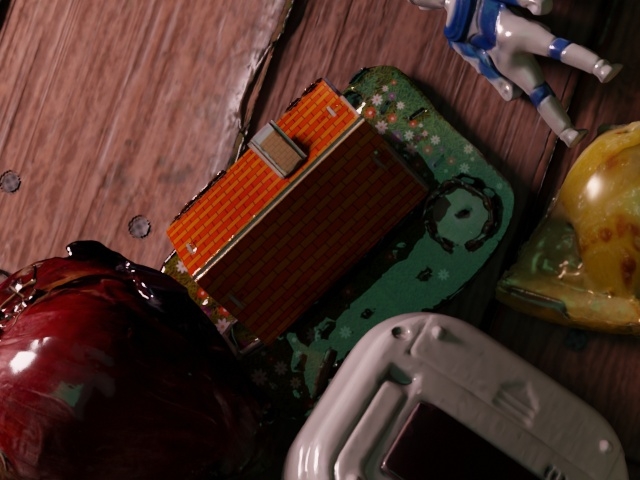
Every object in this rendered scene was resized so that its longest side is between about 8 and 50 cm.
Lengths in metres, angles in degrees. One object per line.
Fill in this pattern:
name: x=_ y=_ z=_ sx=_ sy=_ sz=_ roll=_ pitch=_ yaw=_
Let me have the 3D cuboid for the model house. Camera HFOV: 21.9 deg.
model house: x=0.000 y=-0.002 z=1.378 sx=0.294 sy=0.154 sz=0.207 roll=-44 pitch=77 yaw=6

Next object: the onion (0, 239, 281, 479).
onion: x=-0.189 y=0.120 z=1.370 sx=0.281 sy=0.281 sz=0.221 roll=20 pitch=105 yaw=13

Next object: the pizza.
pizza: x=0.238 y=-0.009 z=1.363 sx=0.204 sy=0.080 sz=0.188 roll=-6 pitch=84 yaw=14

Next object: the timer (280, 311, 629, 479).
timer: x=0.114 y=0.190 z=1.307 sx=0.262 sy=0.087 sz=0.237 roll=34 pitch=57 yaw=-1

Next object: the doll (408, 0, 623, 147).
doll: x=0.149 y=-0.183 z=1.395 sx=0.227 sy=0.114 sz=0.057 roll=39 pitch=54 yaw=18
